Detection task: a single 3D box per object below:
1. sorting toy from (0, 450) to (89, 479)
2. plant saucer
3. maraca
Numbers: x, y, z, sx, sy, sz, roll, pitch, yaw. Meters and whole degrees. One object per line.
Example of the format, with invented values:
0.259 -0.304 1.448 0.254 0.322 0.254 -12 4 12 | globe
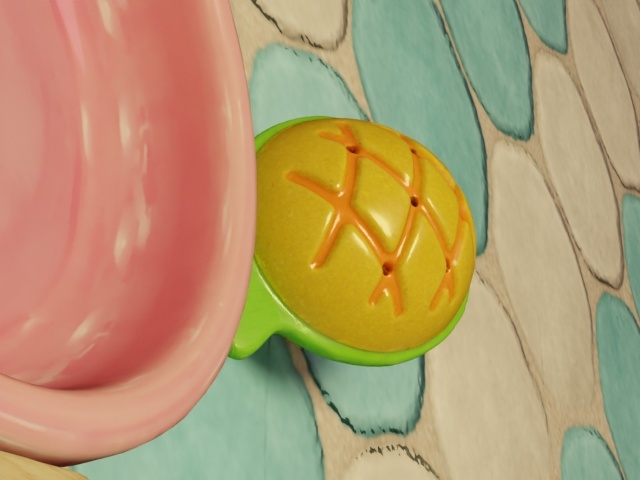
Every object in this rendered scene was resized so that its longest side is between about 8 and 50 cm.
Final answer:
-0.119 0.166 0.323 0.257 0.089 0.255 39 35 -65 | sorting toy
-0.134 -0.085 0.509 0.332 0.084 0.332 50 31 -45 | plant saucer
0.000 0.000 0.751 0.186 0.099 0.127 -2 67 -41 | maraca
